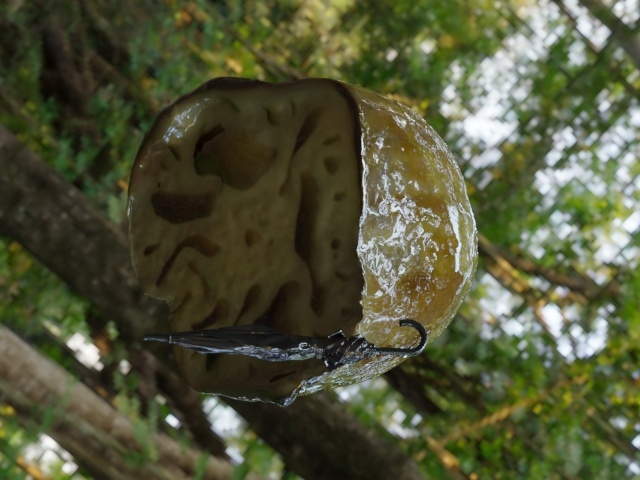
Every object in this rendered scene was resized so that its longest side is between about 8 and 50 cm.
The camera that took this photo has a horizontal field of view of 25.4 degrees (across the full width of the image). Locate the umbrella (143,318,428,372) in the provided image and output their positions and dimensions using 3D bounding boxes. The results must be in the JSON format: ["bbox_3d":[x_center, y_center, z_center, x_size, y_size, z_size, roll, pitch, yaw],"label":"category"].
[{"bbox_3d":[-0.014,0.045,0.606,0.013,0.122,0.022,98,-10,-67],"label":"umbrella"}]

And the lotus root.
[{"bbox_3d":[0.000,0.001,0.880,0.199,0.180,0.188,3,-91,37],"label":"lotus root"}]
